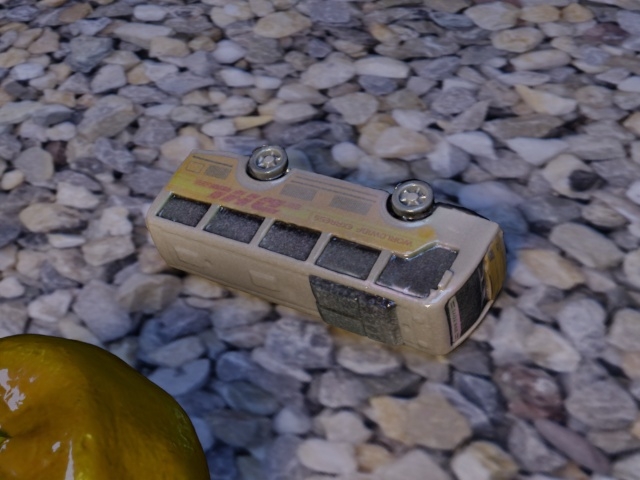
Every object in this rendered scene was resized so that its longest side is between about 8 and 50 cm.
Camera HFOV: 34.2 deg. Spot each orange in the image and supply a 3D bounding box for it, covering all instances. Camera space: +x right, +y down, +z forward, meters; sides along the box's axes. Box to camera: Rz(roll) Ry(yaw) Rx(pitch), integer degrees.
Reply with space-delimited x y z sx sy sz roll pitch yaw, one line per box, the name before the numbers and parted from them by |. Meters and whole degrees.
orange | -0.216 0.198 0.758 0.279 0.235 0.279 -8 51 10

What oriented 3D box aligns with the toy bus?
toy bus | 0.000 0.000 0.998 0.342 0.097 0.138 17 55 27
